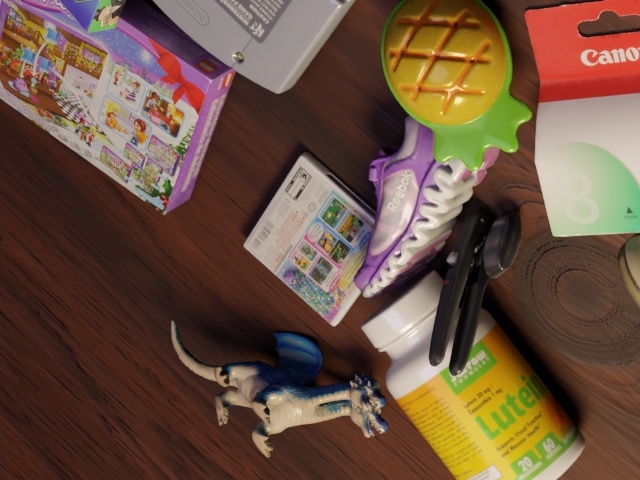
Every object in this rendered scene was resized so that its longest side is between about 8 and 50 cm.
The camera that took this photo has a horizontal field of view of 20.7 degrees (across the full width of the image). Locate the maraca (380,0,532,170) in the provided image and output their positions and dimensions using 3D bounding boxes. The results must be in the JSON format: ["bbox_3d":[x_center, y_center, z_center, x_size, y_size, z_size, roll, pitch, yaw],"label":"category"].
[{"bbox_3d":[0.132,-0.161,1.718,0.127,0.099,0.185,-27,86,20],"label":"maraca"}]

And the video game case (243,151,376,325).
[{"bbox_3d":[0.000,0.000,1.956,0.143,0.019,0.157,41,129,9],"label":"video game case"}]

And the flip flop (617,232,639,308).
[{"bbox_3d":[0.397,0.098,1.691,0.080,0.112,0.277,-39,84,27],"label":"flip flop"}]

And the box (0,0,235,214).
[{"bbox_3d":[-0.248,-0.191,1.999,0.293,0.057,0.201,35,129,14],"label":"box"}]

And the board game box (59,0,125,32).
[{"bbox_3d":[-0.291,-0.407,1.875,0.317,0.046,0.213,48,131,22],"label":"board game box"}]

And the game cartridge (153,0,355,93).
[{"bbox_3d":[-0.104,-0.306,1.843,0.297,0.062,0.198,45,135,6],"label":"game cartridge"}]

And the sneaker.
[{"bbox_3d":[0.090,-0.044,1.829,0.104,0.095,0.236,41,124,16],"label":"sneaker"}]

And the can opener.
[{"bbox_3d":[0.148,0.050,1.788,0.059,0.186,0.073,28,157,-8],"label":"can opener"}]

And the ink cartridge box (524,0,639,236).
[{"bbox_3d":[0.288,-0.116,1.676,0.181,0.056,0.224,-3,114,35],"label":"ink cartridge box"}]

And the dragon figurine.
[{"bbox_3d":[-0.046,0.164,2.030,0.289,0.144,0.085,28,131,44],"label":"dragon figurine"}]

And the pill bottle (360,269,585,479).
[{"bbox_3d":[0.156,0.158,1.854,0.245,0.136,0.136,52,131,0],"label":"pill bottle"}]
